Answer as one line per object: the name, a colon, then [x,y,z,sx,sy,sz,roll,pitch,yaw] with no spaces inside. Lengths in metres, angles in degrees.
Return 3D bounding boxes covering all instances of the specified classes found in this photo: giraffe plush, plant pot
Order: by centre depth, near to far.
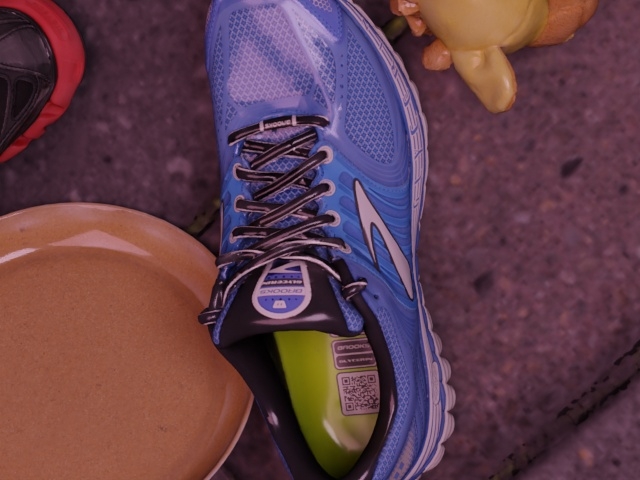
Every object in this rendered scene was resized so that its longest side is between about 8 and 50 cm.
giraffe plush: [0.118,-0.164,0.792,0.210,0.181,0.170,17,130,-16]
plant pot: [-0.156,0.082,0.898,0.236,0.032,0.236,0,57,-1]

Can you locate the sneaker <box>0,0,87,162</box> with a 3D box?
sneaker: [-0.267,-0.044,0.922,0.097,0.135,0.276,45,108,4]

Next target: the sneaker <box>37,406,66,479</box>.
sneaker: [-0.145,0.229,0.945,0.129,0.111,0.297,-21,83,41]

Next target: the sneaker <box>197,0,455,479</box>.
sneaker: [0.000,0.000,0.847,0.130,0.147,0.330,-13,93,17]
